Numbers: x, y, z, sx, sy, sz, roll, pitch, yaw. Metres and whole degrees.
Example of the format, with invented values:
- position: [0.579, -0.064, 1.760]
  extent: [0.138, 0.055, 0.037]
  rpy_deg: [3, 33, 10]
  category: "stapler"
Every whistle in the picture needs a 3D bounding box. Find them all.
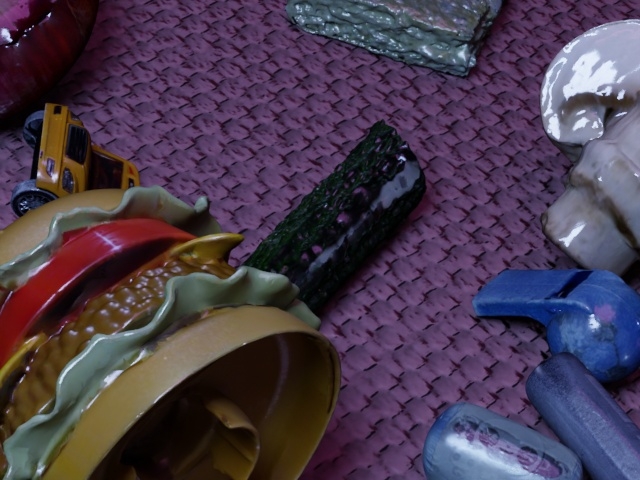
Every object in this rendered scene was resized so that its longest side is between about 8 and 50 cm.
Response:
- position: [0.200, 0.069, 1.394]
  extent: [0.158, 0.090, 0.090]
  rpy_deg: [-2, 30, 45]
  category: "whistle"

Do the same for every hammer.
- position: [0.102, 0.207, 1.251]
  extent: [0.116, 0.069, 0.194]
  rpy_deg: [24, 56, 10]
  category: "hammer"

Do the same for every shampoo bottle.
- position: [0.233, 0.181, 1.282]
  extent: [0.049, 0.087, 0.233]
  rpy_deg: [-37, 61, -1]
  category: "shampoo bottle"

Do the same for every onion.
- position: [-0.296, -0.193, 1.469]
  extent: [0.248, 0.161, 0.248]
  rpy_deg: [0, 41, 0]
  category: "onion"

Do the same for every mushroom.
- position: [0.287, -0.042, 1.448]
  extent: [0.195, 0.189, 0.253]
  rpy_deg: [-47, 51, 9]
  category: "mushroom"

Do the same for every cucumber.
- position: [0.000, 0.001, 1.409]
  extent: [0.077, 0.077, 0.265]
  rpy_deg: [32, 51, 17]
  category: "cucumber"

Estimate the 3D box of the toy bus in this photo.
- position: [-0.180, -0.005, 1.293]
  extent: [0.088, 0.194, 0.083]
  rpy_deg: [8, 47, -9]
  category: "toy bus"

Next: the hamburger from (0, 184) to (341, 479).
- position: [-0.143, 0.092, 1.164]
  extent: [0.274, 0.274, 0.212]
  rpy_deg: [-29, 55, -32]
  category: "hamburger"

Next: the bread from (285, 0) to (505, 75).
- position: [0.088, -0.216, 1.635]
  extent: [0.232, 0.064, 0.172]
  rpy_deg: [-13, 49, -20]
  category: "bread"
